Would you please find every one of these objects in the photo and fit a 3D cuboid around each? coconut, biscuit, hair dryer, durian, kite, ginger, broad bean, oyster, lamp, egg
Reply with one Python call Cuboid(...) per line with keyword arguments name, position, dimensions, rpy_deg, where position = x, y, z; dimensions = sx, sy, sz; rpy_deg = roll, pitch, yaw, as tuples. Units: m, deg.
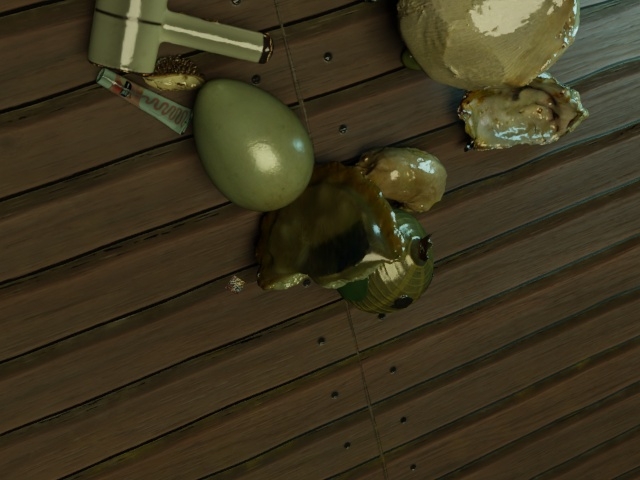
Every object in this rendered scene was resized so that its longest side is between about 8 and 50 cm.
Cuboid(name="coconut", position=(0.345, -0.468, 1.703), dimensions=(0.347, 0.360, 0.346), rpy_deg=(-4, 98, -31))
Cuboid(name="biscuit", position=(0.000, 0.000, 1.806), dimensions=(0.335, 0.329, 0.078), rpy_deg=(-46, 152, 7))
Cuboid(name="hair dryer", position=(-0.243, -0.398, 1.610), dimensions=(0.362, 0.128, 0.203), rpy_deg=(9, 106, -19))
Cuboid(name="durian", position=(-0.288, -0.334, 1.695), dimensions=(0.131, 0.052, 0.066), rpy_deg=(1, 148, -21))
Cuboid(name="kite", position=(-0.177, 0.103, 1.933), dimensions=(0.078, 0.002, 0.044), rpy_deg=(9, 107, -26))
Cuboid(name="ginger", position=(0.188, -0.142, 1.918), dimensions=(0.267, 0.138, 0.152), rpy_deg=(24, 105, -34))
Cuboid(name="broad bean", position=(0.220, -0.405, 1.879), dimensions=(0.083, 0.045, 0.063), rpy_deg=(7, 120, -18))
Cuboid(name="oyster", position=(0.479, -0.325, 1.977), dimensions=(0.361, 0.096, 0.221), rpy_deg=(-8, 142, -17))
Cuboid(name="lamp", position=(0.153, 0.036, 1.893), dimensions=(0.250, 0.284, 0.250), rpy_deg=(13, 70, -39))
Cuboid(name="egg", position=(-0.141, -0.195, 1.706), dimensions=(0.218, 0.218, 0.295), rpy_deg=(-39, 108, -5))

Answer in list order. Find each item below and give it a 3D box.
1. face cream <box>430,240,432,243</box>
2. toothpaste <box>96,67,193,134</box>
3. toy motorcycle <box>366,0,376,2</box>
Cuboid(name="face cream", position=(0.196, 0.062, 2.052), dimensions=(0.072, 0.051, 0.182), rpy_deg=(39, 91, -33))
Cuboid(name="toothpaste", position=(-0.346, -0.278, 1.687), dimensions=(0.205, 0.036, 0.056), rpy_deg=(27, 96, -34))
Cuboid(name="toy motorcycle", position=(0.125, -0.571, 1.737), dimensions=(0.058, 0.100, 0.173), rpy_deg=(11, 109, -28))
